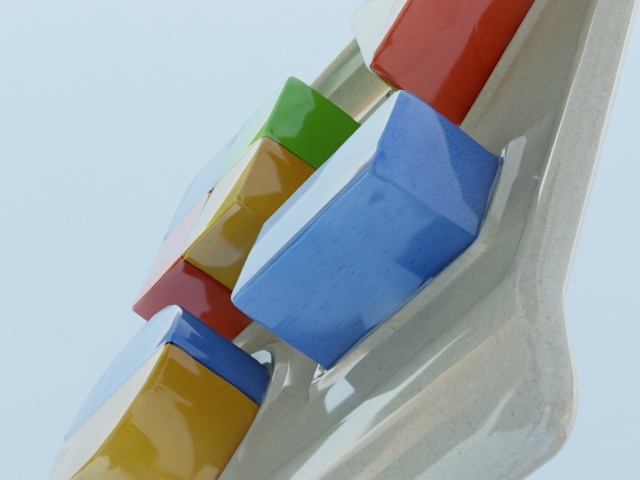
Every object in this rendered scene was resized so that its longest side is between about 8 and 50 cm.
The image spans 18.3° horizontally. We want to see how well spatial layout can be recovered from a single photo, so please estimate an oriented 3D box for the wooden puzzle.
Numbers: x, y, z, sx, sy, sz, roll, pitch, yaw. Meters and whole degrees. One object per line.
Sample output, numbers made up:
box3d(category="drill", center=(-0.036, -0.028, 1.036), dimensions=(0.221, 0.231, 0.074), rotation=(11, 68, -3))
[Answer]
box3d(category="wooden puzzle", center=(0.000, 0.000, 0.800), dimensions=(0.080, 0.322, 0.347), rotation=(33, -138, -16))
